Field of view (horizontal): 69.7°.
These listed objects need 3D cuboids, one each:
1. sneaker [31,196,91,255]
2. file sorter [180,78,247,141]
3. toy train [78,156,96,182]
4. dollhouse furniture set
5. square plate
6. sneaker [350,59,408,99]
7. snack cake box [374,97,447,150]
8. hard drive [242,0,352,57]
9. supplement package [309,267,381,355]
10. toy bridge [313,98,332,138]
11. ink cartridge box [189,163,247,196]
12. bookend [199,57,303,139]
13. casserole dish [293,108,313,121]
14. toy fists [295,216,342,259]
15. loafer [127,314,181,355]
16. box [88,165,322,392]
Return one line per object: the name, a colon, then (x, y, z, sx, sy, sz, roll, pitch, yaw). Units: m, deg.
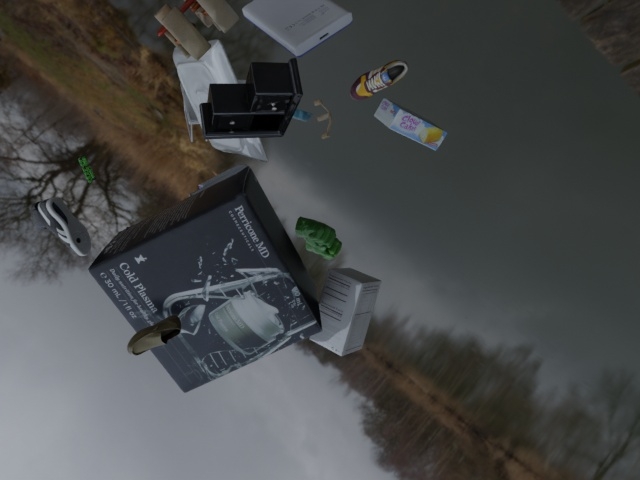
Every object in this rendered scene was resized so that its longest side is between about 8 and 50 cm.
sneaker: (-0.858, -0.040, 1.513, 0.121, 0.079, 0.217, -7, 121, 20)
file sorter: (-0.428, -0.536, 1.931, 0.173, 0.277, 0.193, 121, 135, -62)
toy train: (-0.675, -0.205, 1.331, 0.017, 0.023, 0.083, 43, 149, 42)
dollhouse furniture set: (-0.241, -0.512, 0.940, 0.135, 0.259, 0.262, 44, -175, -34)
square plate: (-0.311, -0.399, 1.359, 0.344, 0.049, 0.347, 23, 141, 50)
sneaker: (0.171, -0.477, 1.359, 0.070, 0.185, 0.084, 57, -169, -16)
snack cake box: (0.370, -0.477, 1.887, 0.264, 0.089, 0.152, 15, -153, -30)
hard drive: (-0.079, -0.702, 1.433, 0.319, 0.210, 0.040, 48, 170, 32)
supplement package: (0.081, 0.224, 1.489, 0.133, 0.244, 0.139, 21, -170, 33)
toy bridge: (0.017, -0.557, 2.077, 0.026, 0.063, 0.188, 18, -121, -68)
ink cartridge box: (-0.402, -0.123, 1.999, 0.071, 0.330, 0.324, 6, 122, 41)
bookend: (-0.129, -0.250, 0.823, 0.157, 0.156, 0.073, 140, 121, -66)
casserole dish: (-0.119, -0.480, 1.710, 0.188, 0.037, 0.114, 20, -167, 15)
toy fists: (0.000, 0.000, 1.818, 0.142, 0.096, 0.279, 13, 161, 19)
loafer: (-0.425, 0.248, 1.184, 0.050, 0.148, 0.056, 35, 152, 43)
box: (-0.310, 0.116, 1.380, 0.480, 0.471, 0.297, 62, -175, -22)
